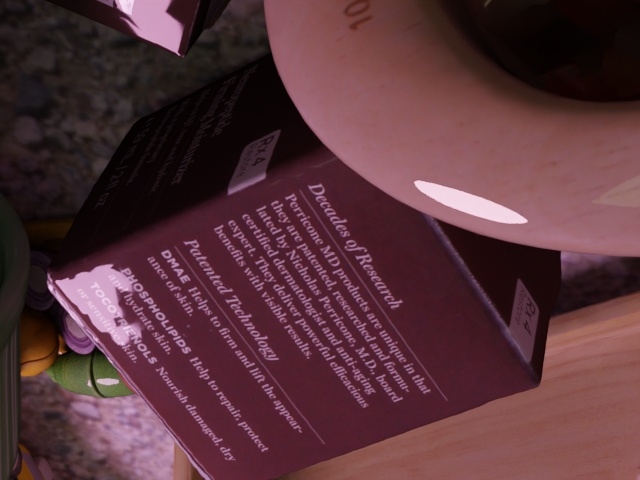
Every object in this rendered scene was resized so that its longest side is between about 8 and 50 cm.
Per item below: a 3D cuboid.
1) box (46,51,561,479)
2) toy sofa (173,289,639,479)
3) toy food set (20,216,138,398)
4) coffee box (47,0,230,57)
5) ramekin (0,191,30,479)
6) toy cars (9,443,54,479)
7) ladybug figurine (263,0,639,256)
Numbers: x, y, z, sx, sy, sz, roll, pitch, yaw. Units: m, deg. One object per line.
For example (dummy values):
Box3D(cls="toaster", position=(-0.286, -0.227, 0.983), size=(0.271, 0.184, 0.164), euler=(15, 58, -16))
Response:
Box3D(cls="box", position=(0.000, 0.000, 0.868), size=(0.203, 0.168, 0.167), euler=(-24, 115, 26))
Box3D(cls="toy sofa", position=(0.098, 0.148, 0.968), size=(0.362, 0.150, 0.177), euler=(-19, 150, 30))
Box3D(cls="toy food set", position=(-0.129, 0.053, 1.023), size=(0.218, 0.071, 0.128), euler=(-5, 125, 21))
Box3D(cls="coffee box", position=(-0.081, -0.229, 0.767), size=(0.141, 0.098, 0.246), euler=(23, 130, 3))
Box3D(cls="ramekin", position=(-0.314, 0.075, 0.930), size=(0.303, 0.303, 0.148), euler=(9, 123, 12))
Box3D(cls="toy cars", position=(-0.323, 0.138, 1.149), size=(0.394, 0.087, 0.176), euler=(28, 118, 0))
Box3D(cls="ladybug figurine", position=(0.195, -0.147, 0.654), size=(0.449, 0.305, 0.162), euler=(-17, 164, 23))
